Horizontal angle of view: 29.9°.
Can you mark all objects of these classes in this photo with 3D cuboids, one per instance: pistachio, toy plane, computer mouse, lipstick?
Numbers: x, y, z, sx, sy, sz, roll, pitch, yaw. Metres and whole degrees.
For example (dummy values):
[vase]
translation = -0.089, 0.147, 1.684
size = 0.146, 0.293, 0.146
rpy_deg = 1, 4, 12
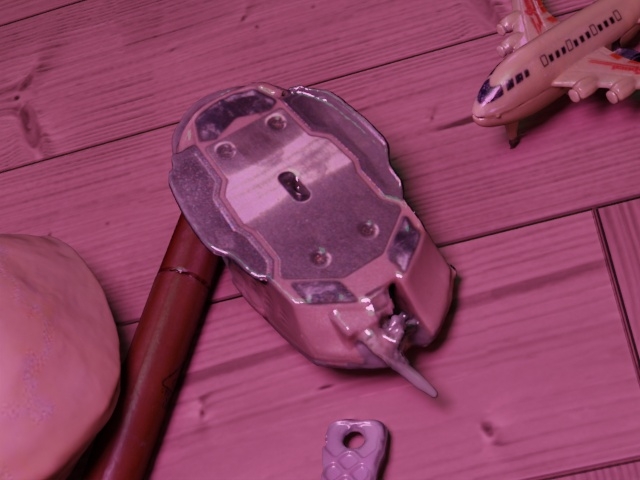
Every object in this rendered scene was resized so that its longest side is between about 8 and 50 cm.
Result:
[pistachio]
translation = -0.292, 0.109, 1.088
size = 0.226, 0.208, 0.332
rpy_deg = -14, 35, -1
[toy plane]
translation = 0.243, -0.181, 1.146
size = 0.256, 0.104, 0.242
rpy_deg = -42, 55, -10
[computer mouse]
translation = -0.001, 0.002, 1.111
size = 0.199, 0.115, 0.389
rpy_deg = -31, 63, -14
[lipstick]
translation = -0.146, 0.083, 1.139
size = 0.057, 0.057, 0.357
rpy_deg = 3, 58, 23

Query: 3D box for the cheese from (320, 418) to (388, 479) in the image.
[cheese]
translation = 0.011, 0.258, 0.942
size = 0.163, 0.082, 0.286
rpy_deg = -2, 43, 10
